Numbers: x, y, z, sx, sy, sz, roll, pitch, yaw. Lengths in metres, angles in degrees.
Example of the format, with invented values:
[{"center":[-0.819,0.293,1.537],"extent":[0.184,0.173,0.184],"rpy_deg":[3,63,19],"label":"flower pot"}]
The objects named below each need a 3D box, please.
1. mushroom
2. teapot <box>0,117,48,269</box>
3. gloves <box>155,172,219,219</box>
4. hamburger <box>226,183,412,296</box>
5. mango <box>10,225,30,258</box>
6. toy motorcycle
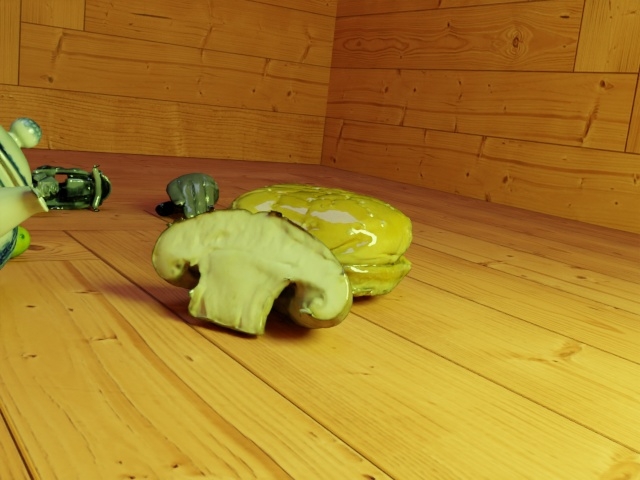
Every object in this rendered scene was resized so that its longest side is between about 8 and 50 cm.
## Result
[{"center":[-0.072,0.053,0.951],"extent":[0.285,0.156,0.151],"rpy_deg":[15,-13,25],"label":"mushroom"},{"center":[-0.466,-0.069,0.889],"extent":[0.424,0.252,0.280],"rpy_deg":[22,54,43],"label":"teapot"},{"center":[-0.311,-0.102,1.732],"extent":[0.142,0.119,0.285],"rpy_deg":[-25,14,3],"label":"gloves"},{"center":[0.000,0.000,1.154],"extent":[0.318,0.158,0.318],"rpy_deg":[5,12,-1],"label":"hamburger"},{"center":[-0.505,-0.002,1.137],"extent":[0.108,0.056,0.073],"rpy_deg":[8,5,28],"label":"mango"},{"center":[-0.572,-0.117,1.619],"extent":[0.159,0.106,0.270],"rpy_deg":[2,5,10],"label":"toy motorcycle"}]
